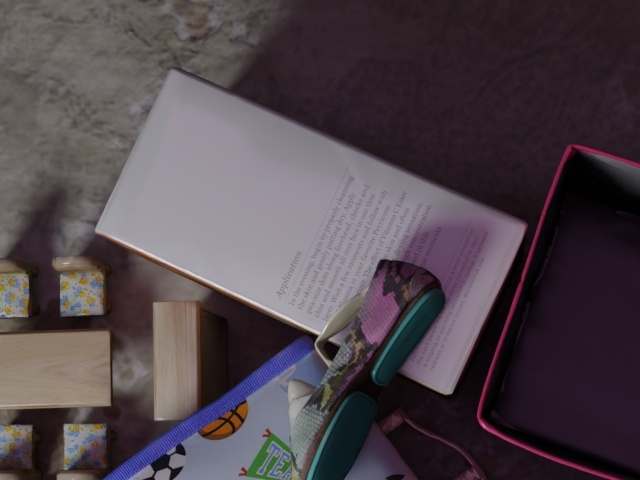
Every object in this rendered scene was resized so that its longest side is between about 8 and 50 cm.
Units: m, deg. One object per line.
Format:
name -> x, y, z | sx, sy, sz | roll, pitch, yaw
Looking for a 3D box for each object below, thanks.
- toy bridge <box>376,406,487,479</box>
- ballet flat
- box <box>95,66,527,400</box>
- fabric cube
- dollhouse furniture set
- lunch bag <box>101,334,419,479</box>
toy bridge -> 0.128, 0.236, 1.635 | 0.063, 0.026, 0.188 | -35, 81, 0
ballet flat -> 0.021, 0.113, 1.429 | 0.079, 0.077, 0.221 | 26, 81, 30
box -> 0.000, 0.000, 1.581 | 0.345, 0.215, 0.168 | 25, 87, 8
fabric cube -> 0.293, 0.089, 1.520 | 0.254, 0.258, 0.259 | 19, 85, 7
dollhouse furniture set -> -0.219, 0.119, 1.617 | 0.242, 0.161, 0.212 | -2, 83, 6
lunch bag -> -0.065, 0.337, 1.513 | 0.385, 0.239, 0.328 | -35, 65, -8
